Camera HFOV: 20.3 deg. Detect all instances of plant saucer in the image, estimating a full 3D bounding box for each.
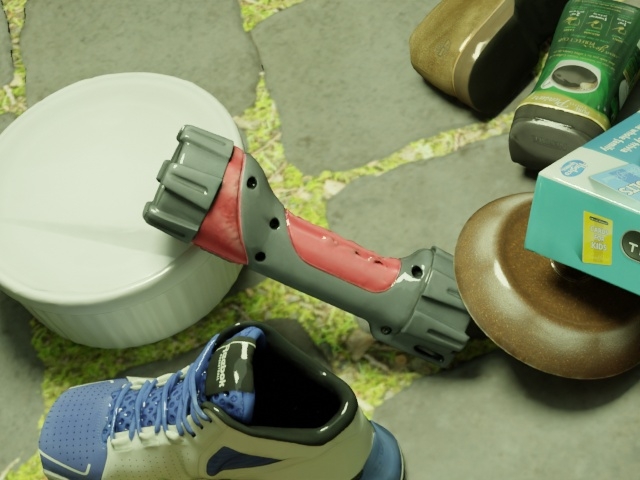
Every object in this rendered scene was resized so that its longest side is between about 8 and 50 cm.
[{"bbox_3d":[0.216,0.028,1.566,0.199,0.036,0.198,9,52,-11],"label":"plant saucer"}]

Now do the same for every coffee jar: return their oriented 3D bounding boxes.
[{"bbox_3d":[0.250,-0.143,1.710,0.096,0.079,0.184,16,59,21],"label":"coffee jar"}]

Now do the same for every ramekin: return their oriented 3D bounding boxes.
[{"bbox_3d":[-0.190,-0.019,1.700,0.273,0.127,0.272,-7,53,9],"label":"ramekin"}]

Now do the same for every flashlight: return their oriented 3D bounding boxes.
[{"bbox_3d":[0.000,0.000,1.564,0.304,0.103,0.103,23,57,-9],"label":"flashlight"}]

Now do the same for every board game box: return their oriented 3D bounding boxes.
[{"bbox_3d":[0.383,-0.008,1.504,0.336,0.079,0.254,24,33,28],"label":"board game box"}]

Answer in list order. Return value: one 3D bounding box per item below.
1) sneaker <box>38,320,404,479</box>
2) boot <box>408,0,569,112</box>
[{"bbox_3d":[-0.093,0.139,1.524,0.316,0.182,0.127,3,54,16],"label":"sneaker"},{"bbox_3d":[0.209,-0.265,1.801,0.305,0.112,0.115,-45,46,-16],"label":"boot"}]
